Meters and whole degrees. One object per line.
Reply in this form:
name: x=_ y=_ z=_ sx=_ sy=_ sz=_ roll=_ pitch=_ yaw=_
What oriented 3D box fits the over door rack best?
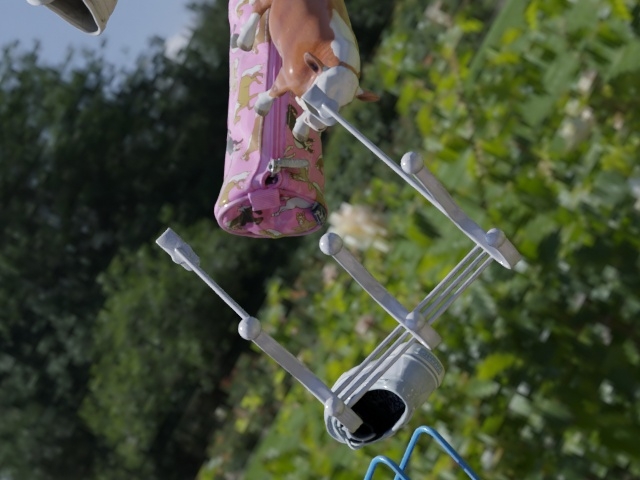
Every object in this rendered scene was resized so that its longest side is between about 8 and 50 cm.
over door rack: x=0.000 y=0.000 z=1.465 sx=0.239 sy=0.324 sz=0.108 roll=-45 pitch=-37 yaw=-4

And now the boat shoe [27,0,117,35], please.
boat shoe: x=-0.315 y=-0.307 z=1.684 sx=0.267 sy=0.096 sz=0.088 roll=36 pitch=-118 yaw=-65

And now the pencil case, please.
pencil case: x=-0.061 y=-0.196 z=2.073 sx=0.167 sy=0.160 sz=0.386 roll=-18 pitch=60 yaw=40

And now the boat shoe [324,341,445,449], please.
boat shoe: x=0.050 y=0.181 z=1.628 sx=0.081 sy=0.079 sz=0.227 roll=-46 pitch=0 yaw=-35

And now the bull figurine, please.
bull figurine: x=-0.019 y=-0.242 z=1.882 sx=0.188 sy=0.101 sz=0.310 roll=-46 pitch=43 yaw=46

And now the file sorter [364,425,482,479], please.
file sorter: x=0.033 y=0.222 z=1.007 sx=0.170 sy=0.104 sz=0.118 roll=-30 pitch=-27 yaw=-30
